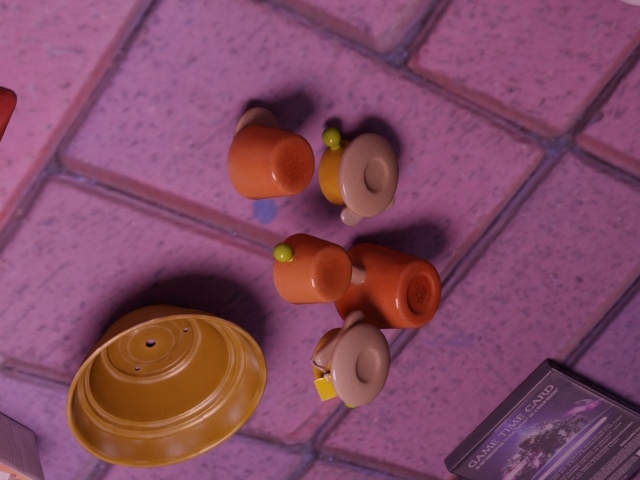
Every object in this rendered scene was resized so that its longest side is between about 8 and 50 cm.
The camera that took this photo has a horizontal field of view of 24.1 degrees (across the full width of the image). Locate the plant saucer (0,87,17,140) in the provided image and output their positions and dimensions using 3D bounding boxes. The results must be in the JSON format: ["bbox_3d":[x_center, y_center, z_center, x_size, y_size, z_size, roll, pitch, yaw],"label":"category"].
[{"bbox_3d":[-0.437,-0.049,1.367,0.259,0.048,0.258,13,121,-30],"label":"plant saucer"}]

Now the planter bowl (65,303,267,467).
[{"bbox_3d":[-0.173,0.135,1.600,0.217,0.090,0.217,-12,131,-14],"label":"planter bowl"}]

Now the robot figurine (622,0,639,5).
[{"bbox_3d":[0.274,-0.325,1.362,0.278,0.173,0.209,24,112,-36],"label":"robot figurine"}]

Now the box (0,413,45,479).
[{"bbox_3d":[-0.400,0.239,1.589,0.130,0.091,0.170,-41,132,12],"label":"box"}]

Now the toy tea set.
[{"bbox_3d":[0.000,0.000,1.554,0.200,0.124,0.336,-40,121,-35],"label":"toy tea set"}]

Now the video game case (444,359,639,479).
[{"bbox_3d":[0.318,0.272,1.968,0.274,0.026,0.196,28,112,-36],"label":"video game case"}]
